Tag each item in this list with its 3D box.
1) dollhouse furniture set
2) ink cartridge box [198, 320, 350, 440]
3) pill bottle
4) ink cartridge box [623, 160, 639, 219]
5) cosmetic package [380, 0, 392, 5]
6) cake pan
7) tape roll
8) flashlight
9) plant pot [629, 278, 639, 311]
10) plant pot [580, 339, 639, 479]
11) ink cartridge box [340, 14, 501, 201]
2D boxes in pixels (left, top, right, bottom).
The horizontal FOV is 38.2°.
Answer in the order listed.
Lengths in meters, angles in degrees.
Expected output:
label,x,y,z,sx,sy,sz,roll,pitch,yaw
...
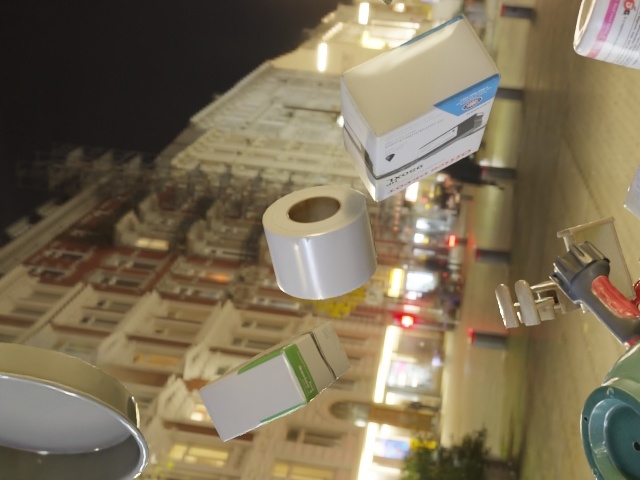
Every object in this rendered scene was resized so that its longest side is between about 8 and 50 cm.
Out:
label,x,y,z,sx,sy,sz,roll,pitch,yaw
dollhouse furniture set,0.488,0.061,1.835,0.242,0.212,0.161,-23,83,67
ink cartridge box,-0.065,0.216,1.454,0.093,0.160,0.219,64,-159,3
pill bottle,0.528,-0.316,1.341,0.160,0.283,0.160,15,-90,-85
ink cartridge box,0.719,-0.160,1.704,0.207,0.119,0.354,52,146,40
cosmetic package,0.043,-0.628,1.902,0.129,0.296,0.153,-56,-18,9
cake pan,-0.338,0.206,1.052,0.293,0.293,0.054,89,-177,-51
tape roll,0.000,0.000,2.139,0.246,0.246,0.169,-73,-26,-57
flashlight,0.522,0.116,1.572,0.304,0.103,0.103,-122,28,-44
plant pot,0.777,0.138,2.035,0.174,0.191,0.191,105,179,-45
plant pot,0.475,0.255,1.229,0.293,0.196,0.293,170,90,-68
ink cartridge box,0.206,-0.269,1.993,0.166,0.285,0.395,62,175,16
